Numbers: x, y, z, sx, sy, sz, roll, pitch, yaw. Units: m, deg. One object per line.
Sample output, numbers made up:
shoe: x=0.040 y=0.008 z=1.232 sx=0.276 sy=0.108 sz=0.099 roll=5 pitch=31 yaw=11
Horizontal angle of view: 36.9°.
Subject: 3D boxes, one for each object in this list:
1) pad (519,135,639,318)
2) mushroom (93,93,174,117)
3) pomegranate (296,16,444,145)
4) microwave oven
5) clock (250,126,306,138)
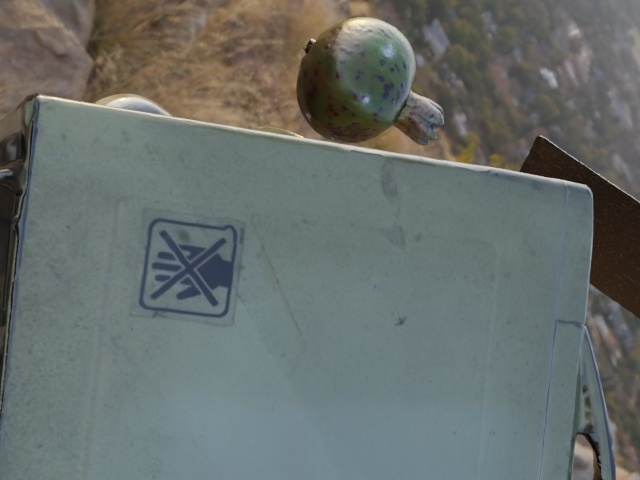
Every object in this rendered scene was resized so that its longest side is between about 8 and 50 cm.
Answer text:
pad: x=0.367 y=0.019 z=1.137 sx=0.330 sy=0.220 sz=0.004 roll=37 pitch=69 yaw=12
mushroom: x=-0.268 y=-0.111 z=1.479 sx=0.243 sy=0.244 sz=0.243 roll=38 pitch=39 yaw=-40
pomegranate: x=0.079 y=-0.229 z=1.470 sx=0.248 sy=0.202 sz=0.202 roll=31 pitch=38 yaw=-10
microwave oven: x=-0.046 y=0.149 z=0.530 sx=0.333 sy=0.247 sz=0.394 roll=7 pitch=88 yaw=-23
clock: x=0.000 y=0.000 z=0.849 sx=0.029 sy=0.235 sz=0.235 roll=-45 pitch=112 yaw=-24
